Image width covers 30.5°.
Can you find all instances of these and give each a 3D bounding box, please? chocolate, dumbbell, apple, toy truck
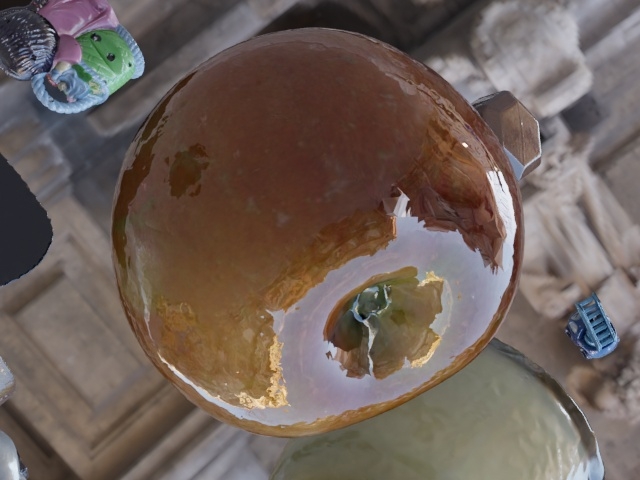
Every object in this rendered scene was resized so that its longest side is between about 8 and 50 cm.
[{"bbox_3d":[0.085,0.275,1.200,0.297,0.314,0.326,-35,179,-42],"label":"chocolate"},{"bbox_3d":[0.106,-0.079,1.158,0.082,0.092,0.231,6,167,-43],"label":"dumbbell"},{"bbox_3d":[0.000,0.000,0.717,0.253,0.253,0.253,-36,-166,10],"label":"apple"},{"bbox_3d":[0.360,0.110,1.554,0.056,0.090,0.073,-28,-123,-6],"label":"toy truck"}]

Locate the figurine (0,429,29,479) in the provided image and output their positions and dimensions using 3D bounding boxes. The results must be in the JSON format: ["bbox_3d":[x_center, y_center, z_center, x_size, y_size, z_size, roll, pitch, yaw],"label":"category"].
[{"bbox_3d":[-0.515,0.411,1.676,0.281,0.167,0.370,-16,-129,7],"label":"figurine"}]

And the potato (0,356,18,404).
[{"bbox_3d":[-0.357,0.154,1.183,0.100,0.089,0.172,-35,-164,-23],"label":"potato"}]

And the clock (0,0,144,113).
[{"bbox_3d":[-0.392,-0.290,1.794,0.195,0.194,0.100,-34,178,-37],"label":"clock"}]

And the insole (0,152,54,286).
[{"bbox_3d":[-0.296,-0.103,0.809,0.109,0.322,0.007,-34,173,-26],"label":"insole"}]
